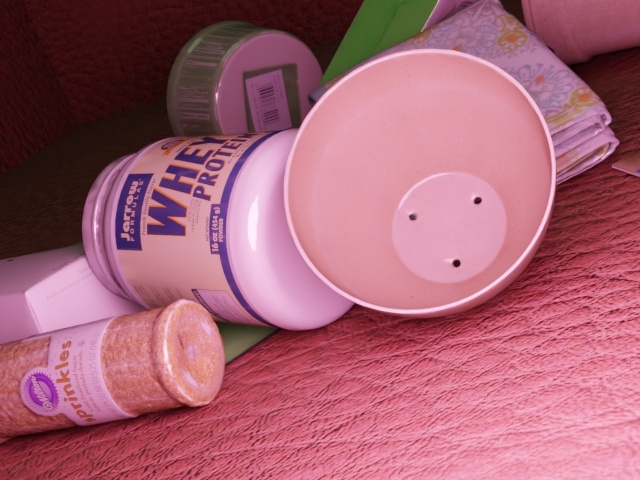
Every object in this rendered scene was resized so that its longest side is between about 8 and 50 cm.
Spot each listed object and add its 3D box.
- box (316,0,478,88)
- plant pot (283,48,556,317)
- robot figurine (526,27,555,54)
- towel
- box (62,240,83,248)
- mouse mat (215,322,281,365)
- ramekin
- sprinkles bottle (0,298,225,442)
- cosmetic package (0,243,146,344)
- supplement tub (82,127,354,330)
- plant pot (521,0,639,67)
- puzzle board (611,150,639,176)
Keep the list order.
[{"bbox_3d":[0.143,-0.304,1.989,0.126,0.262,0.231,35,12,27],"label":"box"},{"bbox_3d":[0.123,-0.041,1.330,0.284,0.284,0.191,-19,-20,11],"label":"plant pot"},{"bbox_3d":[0.252,-0.230,1.914,0.209,0.174,0.278,24,43,36],"label":"robot figurine"},{"bbox_3d":[0.184,-0.169,1.684,0.320,0.090,0.374,-26,43,-5],"label":"towel"},{"bbox_3d":[-0.384,0.028,2.004,0.232,0.059,0.322,-20,3,17],"label":"box"},{"bbox_3d":[-0.126,0.121,1.532,0.152,0.007,0.189,-32,19,-33],"label":"mouse mat"},{"bbox_3d":[-0.131,-0.272,2.362,0.303,0.303,0.148,-31,25,-29],"label":"ramekin"},{"bbox_3d":[-0.285,0.157,1.408,0.355,0.121,0.121,-14,17,27],"label":"sprinkles bottle"},{"bbox_3d":[-0.418,0.117,1.671,0.365,0.155,0.197,-11,15,38],"label":"cosmetic package"},{"bbox_3d":[-0.116,-0.015,1.499,0.324,0.235,0.235,1,27,43],"label":"supplement tub"},{"bbox_3d":[0.545,-0.463,2.109,0.305,0.334,0.334,1,24,29],"label":"plant pot"},{"bbox_3d":[0.442,-0.109,1.532,0.128,0.011,0.096,-24,16,-5],"label":"puzzle board"}]
